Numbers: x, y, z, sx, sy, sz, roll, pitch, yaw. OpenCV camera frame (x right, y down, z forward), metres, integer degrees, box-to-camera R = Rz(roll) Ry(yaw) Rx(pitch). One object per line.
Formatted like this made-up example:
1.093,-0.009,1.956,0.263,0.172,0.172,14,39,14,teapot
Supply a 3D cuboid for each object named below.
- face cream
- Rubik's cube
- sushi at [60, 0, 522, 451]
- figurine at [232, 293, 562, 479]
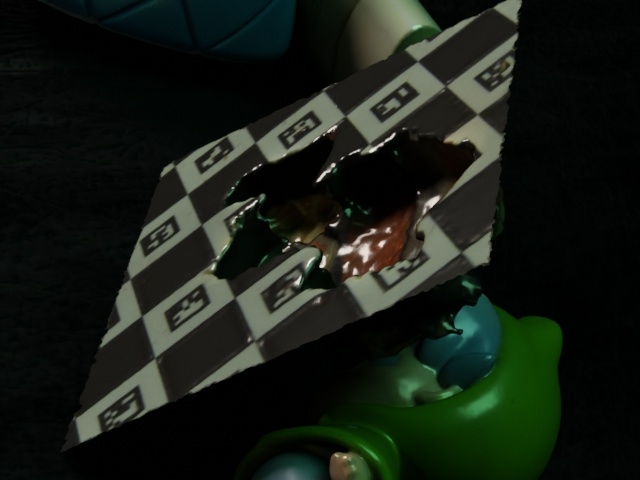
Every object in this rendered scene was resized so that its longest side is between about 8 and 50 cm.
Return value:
0.001,-0.213,1.233,0.081,0.173,0.348,-27,63,-15,face cream
-0.082,-0.252,1.149,0.254,0.254,0.254,24,35,-19,Rubik's cube
0.000,0.000,0.901,0.059,0.292,0.294,52,29,-26,sushi
0.037,0.120,0.861,0.143,0.162,0.263,50,45,7,figurine
